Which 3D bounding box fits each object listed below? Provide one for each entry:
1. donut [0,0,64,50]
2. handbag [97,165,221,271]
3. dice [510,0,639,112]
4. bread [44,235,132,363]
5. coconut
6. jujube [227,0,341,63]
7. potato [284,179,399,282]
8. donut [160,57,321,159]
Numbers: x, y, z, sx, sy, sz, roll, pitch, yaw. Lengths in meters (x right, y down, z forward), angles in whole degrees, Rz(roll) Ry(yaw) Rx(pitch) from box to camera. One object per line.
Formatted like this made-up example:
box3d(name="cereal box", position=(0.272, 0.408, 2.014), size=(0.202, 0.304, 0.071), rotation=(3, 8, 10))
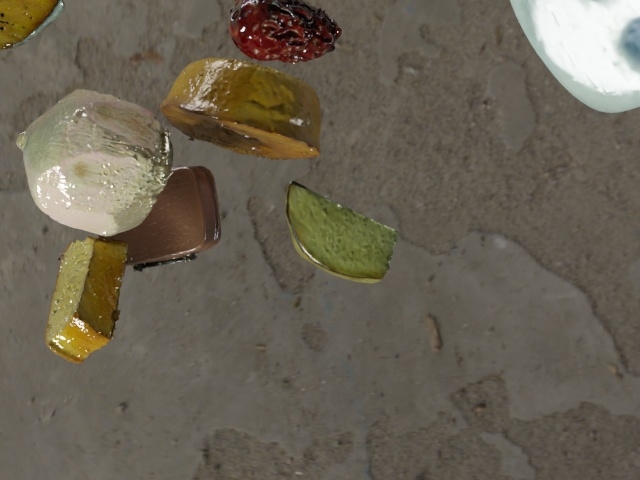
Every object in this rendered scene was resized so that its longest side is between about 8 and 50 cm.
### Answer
box3d(name="donut", position=(-0.415, -0.312, 1.106), size=(0.272, 0.272, 0.107), rotation=(-5, 71, -17))
box3d(name="handbag", position=(-0.250, -0.032, 1.537), size=(0.193, 0.072, 0.151), rotation=(-14, 90, 17))
box3d(name="dice", position=(0.414, -0.341, 1.284), size=(0.262, 0.264, 0.268), rotation=(54, 35, -9))
box3d(name="bread", position=(-0.310, 0.065, 1.322), size=(0.065, 0.103, 0.187), rotation=(30, 51, -31))
box3d(name="coconut", position=(-0.300, -0.104, 1.299), size=(0.194, 0.194, 0.194), rotation=(3, 78, -15))
box3d(name="jujube", position=(-0.053, -0.283, 1.341), size=(0.166, 0.104, 0.104), rotation=(13, 73, -44))
box3d(name="potato", position=(0.000, 0.000, 1.186), size=(0.149, 0.120, 0.081), rotation=(25, 77, -16))
box3d(name="donut", position=(-0.119, -0.209, 1.584), size=(0.277, 0.277, 0.108), rotation=(14, 85, -13))
